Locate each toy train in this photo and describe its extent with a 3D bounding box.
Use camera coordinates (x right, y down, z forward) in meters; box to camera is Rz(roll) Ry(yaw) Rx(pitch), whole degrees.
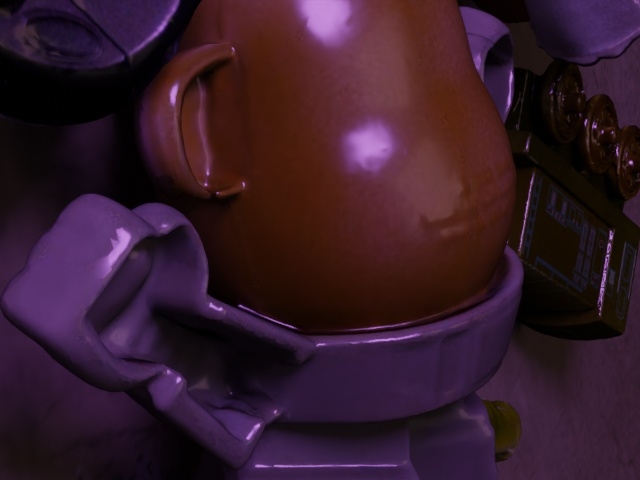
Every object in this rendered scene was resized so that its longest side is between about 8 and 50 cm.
[{"bbox_3d":[0.132,-0.025,0.943,0.225,0.090,0.137,27,71,-57],"label":"toy train"}]

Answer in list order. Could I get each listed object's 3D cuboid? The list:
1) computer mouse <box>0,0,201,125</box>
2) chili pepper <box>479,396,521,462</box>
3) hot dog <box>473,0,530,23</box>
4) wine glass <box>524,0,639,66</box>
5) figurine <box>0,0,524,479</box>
[{"bbox_3d":[-0.132,-0.134,0.483,0.233,0.096,0.137,48,48,-33],"label":"computer mouse"},{"bbox_3d":[0.057,0.118,0.866,0.052,0.050,0.201,57,31,13],"label":"chili pepper"},{"bbox_3d":[0.103,-0.197,0.885,0.261,0.093,0.123,32,72,-39],"label":"hot dog"},{"bbox_3d":[0.066,-0.197,0.710,0.232,0.156,0.156,27,65,-26],"label":"wine glass"},{"bbox_3d":[0.002,0.000,0.649,0.342,0.167,0.285,-69,159,-66],"label":"figurine"}]
